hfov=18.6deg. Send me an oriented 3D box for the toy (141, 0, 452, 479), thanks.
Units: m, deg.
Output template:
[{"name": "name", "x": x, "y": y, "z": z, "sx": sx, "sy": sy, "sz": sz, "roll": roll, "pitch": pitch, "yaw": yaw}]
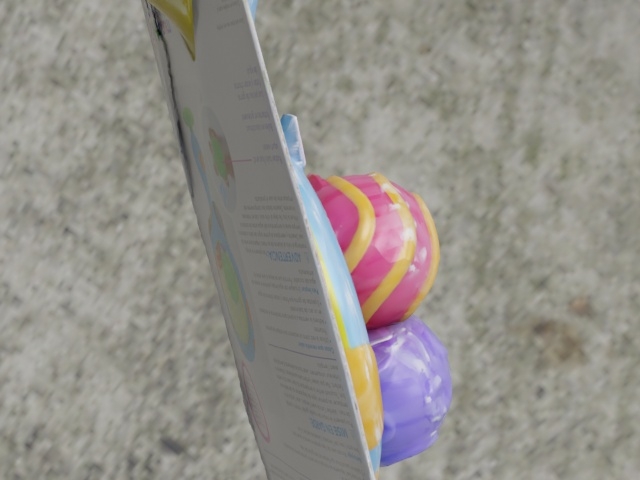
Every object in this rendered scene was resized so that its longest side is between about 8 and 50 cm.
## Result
[{"name": "toy", "x": 0.000, "y": 0.000, "z": 0.578, "sx": 0.056, "sy": 0.137, "sz": 0.237, "roll": -20, "pitch": 97, "yaw": -12}]
